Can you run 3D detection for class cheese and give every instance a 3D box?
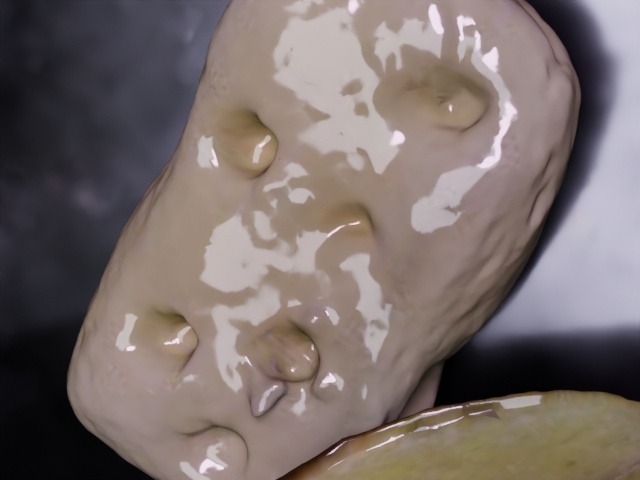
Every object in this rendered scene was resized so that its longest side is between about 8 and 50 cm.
[{"bbox_3d":[-0.001,0.000,0.793,0.159,0.093,0.263,31,109,10],"label":"cheese"}]

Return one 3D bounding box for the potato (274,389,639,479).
[{"bbox_3d":[0.043,0.216,0.778,0.112,0.269,0.255,37,151,51],"label":"potato"}]
